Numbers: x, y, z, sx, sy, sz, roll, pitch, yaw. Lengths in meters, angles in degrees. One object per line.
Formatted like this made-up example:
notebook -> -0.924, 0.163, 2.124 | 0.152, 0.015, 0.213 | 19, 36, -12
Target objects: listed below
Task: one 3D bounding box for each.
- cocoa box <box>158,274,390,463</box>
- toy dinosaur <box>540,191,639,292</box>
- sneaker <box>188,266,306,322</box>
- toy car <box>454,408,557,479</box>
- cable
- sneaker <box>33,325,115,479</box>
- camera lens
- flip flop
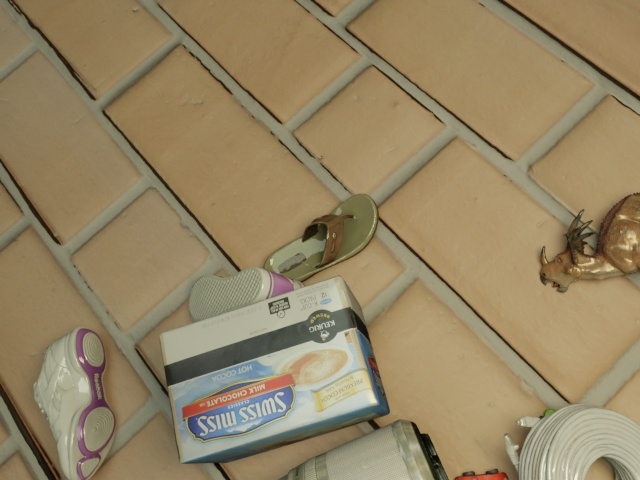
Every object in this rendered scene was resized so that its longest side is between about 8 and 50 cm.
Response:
cocoa box -> -0.074, 0.246, 1.083 | 0.346, 0.231, 0.228 | -18, 68, 5
toy dinosaur -> 0.561, -0.014, 1.109 | 0.200, 0.127, 0.296 | 38, 76, 28
sneaker -> -0.142, 0.125, 1.210 | 0.282, 0.161, 0.102 | -10, 71, 46
toy car -> 0.375, 0.398, 1.033 | 0.238, 0.053, 0.225 | 23, 77, 18
cable -> 0.446, 0.393, 0.958 | 0.256, 0.089, 0.257 | -7, 72, -17
sneaker -> -0.507, 0.338, 1.222 | 0.152, 0.114, 0.305 | -21, 63, 19
camera lens -> 0.083, 0.441, 0.989 | 0.274, 0.219, 0.220 | -24, 68, 3
flip flop -> 0.000, 0.000, 1.237 | 0.277, 0.080, 0.112 | -31, 68, 0
